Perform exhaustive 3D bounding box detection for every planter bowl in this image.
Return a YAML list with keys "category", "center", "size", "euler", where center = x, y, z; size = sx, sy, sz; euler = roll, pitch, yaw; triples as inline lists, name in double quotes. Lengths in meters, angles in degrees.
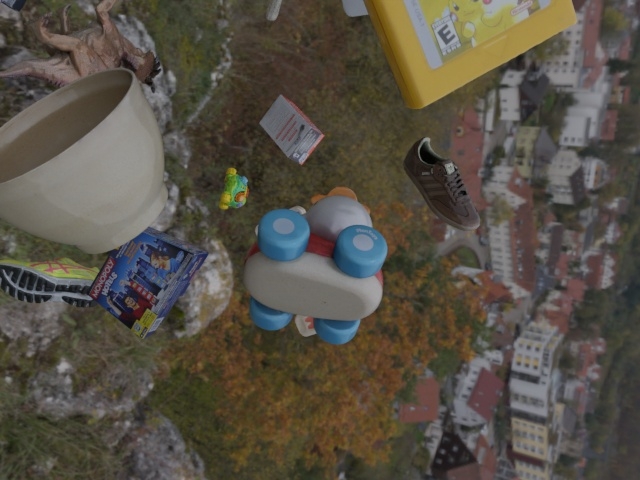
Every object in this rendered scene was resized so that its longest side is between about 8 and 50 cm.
- category: "planter bowl"
  center: [-0.201, -0.058, 0.524]
  size: [0.162, 0.162, 0.109]
  euler: [-60, 136, -33]

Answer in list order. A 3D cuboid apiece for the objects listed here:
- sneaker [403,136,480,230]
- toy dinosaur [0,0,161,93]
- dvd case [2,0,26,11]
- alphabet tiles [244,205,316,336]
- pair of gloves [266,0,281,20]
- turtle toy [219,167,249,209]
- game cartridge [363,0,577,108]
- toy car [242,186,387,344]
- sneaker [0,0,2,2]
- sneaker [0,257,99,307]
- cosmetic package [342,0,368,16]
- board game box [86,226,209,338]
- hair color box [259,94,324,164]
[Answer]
- category: "sneaker"
  center: [0.212, -0.099, 1.046]
  size: [0.066, 0.188, 0.071]
  euler: [-21, 150, -32]
- category: "toy dinosaur"
  center: [-0.390, -0.310, 1.054]
  size: [0.295, 0.127, 0.200]
  euler: [-49, 127, -40]
- category: "dvd case"
  center: [-0.528, -0.500, 0.964]
  size: [0.179, 0.239, 0.029]
  euler: [-56, 172, 4]
- category: "alphabet tiles"
  center: [-0.042, 0.072, 1.371]
  size: [0.021, 0.278, 0.284]
  euler: [-25, 91, -61]
- category: "pair of gloves"
  center: [-0.054, -0.514, 1.007]
  size: [0.204, 0.042, 0.240]
  euler: [121, -20, -58]
- category: "turtle toy"
  center: [-0.218, -0.122, 1.546]
  size: [0.130, 0.066, 0.095]
  euler: [128, -28, -69]
- category: "game cartridge"
  center: [0.183, -0.385, 0.814]
  size: [0.285, 0.053, 0.323]
  euler: [-30, 113, -8]
- category: "toy car"
  center: [0.000, 0.000, 0.958]
  size: [0.219, 0.211, 0.237]
  euler: [103, -2, -48]
- category: "sneaker"
  center: [-0.542, -0.350, 0.712]
  size: [0.282, 0.102, 0.161]
  euler: [35, 59, -11]
- category: "sneaker"
  center: [-0.539, 0.071, 1.211]
  size: [0.209, 0.094, 0.081]
  euler: [17, 125, -25]
- category: "cosmetic package"
  center: [0.215, -0.703, 1.197]
  size: [0.329, 0.394, 0.327]
  euler: [62, 29, -58]
- category: "board game box"
  center: [-0.342, 0.047, 1.134]
  size: [0.194, 0.194, 0.060]
  euler: [-56, 168, 11]
- category: "hair color box"
  center: [-0.072, -0.270, 1.467]
  size: [0.053, 0.167, 0.093]
  euler: [23, 112, -46]
